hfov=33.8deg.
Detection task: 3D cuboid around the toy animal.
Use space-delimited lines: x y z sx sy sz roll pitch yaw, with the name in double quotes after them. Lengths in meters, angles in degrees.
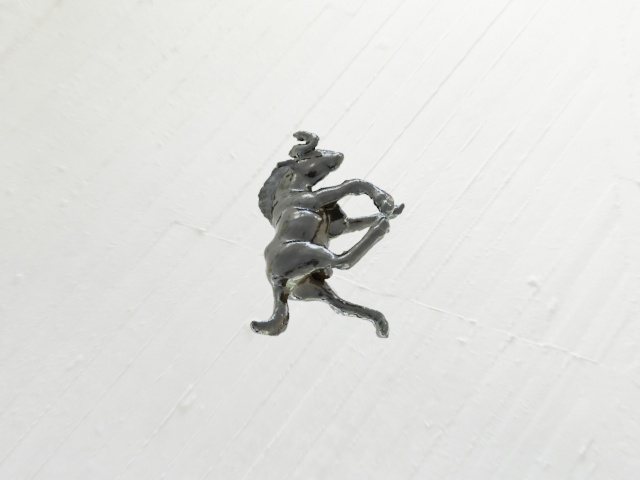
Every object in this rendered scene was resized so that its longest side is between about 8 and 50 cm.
0.000 0.000 1.024 0.148 0.084 0.232 2 -123 13 "toy animal"
